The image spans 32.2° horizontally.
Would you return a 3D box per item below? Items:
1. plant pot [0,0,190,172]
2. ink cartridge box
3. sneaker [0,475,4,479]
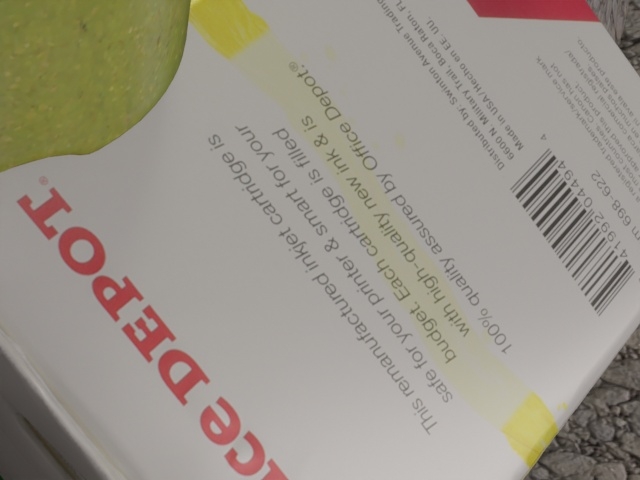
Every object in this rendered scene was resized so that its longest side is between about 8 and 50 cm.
[{"bbox_3d":[-0.138,-0.163,0.362,0.254,0.276,0.276,95,19,-47],"label":"plant pot"},{"bbox_3d":[0.000,0.000,0.583,0.385,0.160,0.279,-42,100,-33],"label":"ink cartridge box"},{"bbox_3d":[-0.095,0.046,0.679,0.134,0.146,0.343,55,50,-61],"label":"sneaker"}]
